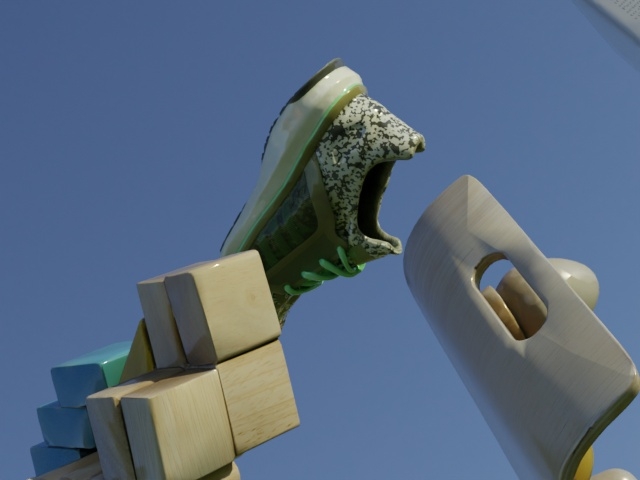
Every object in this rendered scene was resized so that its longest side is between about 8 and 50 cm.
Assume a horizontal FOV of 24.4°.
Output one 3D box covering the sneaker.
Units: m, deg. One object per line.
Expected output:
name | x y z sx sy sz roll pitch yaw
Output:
sneaker | 0.000 0.000 1.757 0.158 0.182 0.410 -29 -34 -55

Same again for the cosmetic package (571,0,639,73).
cosmetic package | 0.474 -0.262 1.701 0.230 0.453 0.161 -42 -60 9

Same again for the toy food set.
toy food set | 0.164 0.127 0.811 0.092 0.220 0.306 -32 -58 0

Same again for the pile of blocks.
pile of blocks | -0.125 0.155 0.719 0.112 0.149 0.362 -19 -44 -46
